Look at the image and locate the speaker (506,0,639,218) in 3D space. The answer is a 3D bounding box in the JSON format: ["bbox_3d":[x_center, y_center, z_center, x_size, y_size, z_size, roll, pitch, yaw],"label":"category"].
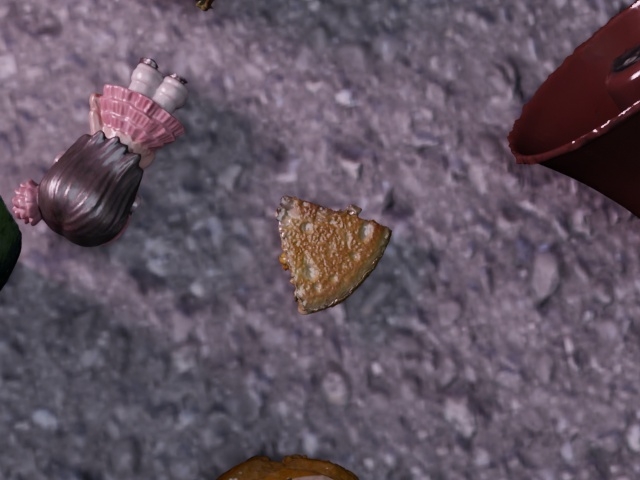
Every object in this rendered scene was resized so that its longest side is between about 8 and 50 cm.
[{"bbox_3d":[0.305,-0.035,1.200,0.329,0.198,0.259,44,39,-19],"label":"speaker"}]

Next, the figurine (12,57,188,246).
[{"bbox_3d":[-0.134,-0.056,1.139,0.072,0.054,0.129,31,78,-2],"label":"figurine"}]

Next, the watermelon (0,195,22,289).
[{"bbox_3d":[-0.315,0.009,1.050,0.262,0.213,0.201,-32,75,-17],"label":"watermelon"}]

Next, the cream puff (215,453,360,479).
[{"bbox_3d":[-0.026,0.197,1.112,0.126,0.103,0.144,36,80,-11],"label":"cream puff"}]

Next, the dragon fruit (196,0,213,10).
[{"bbox_3d":[-0.085,-0.231,1.152,0.102,0.096,0.147,13,114,1],"label":"dragon fruit"}]

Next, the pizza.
[{"bbox_3d":[0.000,0.000,1.172,0.083,0.025,0.078,-41,98,-18],"label":"pizza"}]
